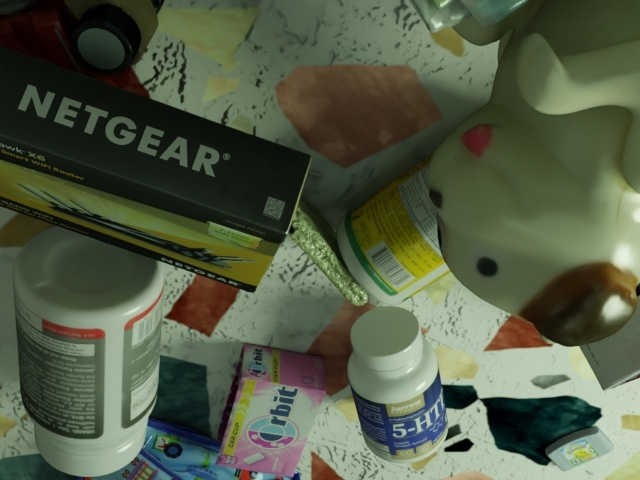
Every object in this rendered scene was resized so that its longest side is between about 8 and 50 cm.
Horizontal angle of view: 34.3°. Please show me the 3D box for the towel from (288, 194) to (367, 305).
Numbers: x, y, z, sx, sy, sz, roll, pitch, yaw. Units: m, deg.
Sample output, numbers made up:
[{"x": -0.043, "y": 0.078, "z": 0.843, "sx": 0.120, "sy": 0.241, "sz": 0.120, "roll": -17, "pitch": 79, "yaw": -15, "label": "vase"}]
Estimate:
[{"x": 0.000, "y": 0.000, "z": 1.126, "sx": 0.027, "sy": 0.110, "sz": 0.148, "roll": -35, "pitch": 124, "yaw": 9, "label": "towel"}]

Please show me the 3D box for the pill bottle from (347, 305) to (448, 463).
[{"x": 0.093, "y": 0.175, "z": 1.272, "sx": 0.112, "sy": 0.112, "sz": 0.187, "roll": -9, "pitch": 130, "yaw": 7, "label": "pill bottle"}]

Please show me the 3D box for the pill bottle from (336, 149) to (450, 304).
[{"x": 0.129, "y": -0.030, "z": 1.096, "sx": 0.208, "sy": 0.118, "sz": 0.117, "roll": -35, "pitch": 122, "yaw": 24, "label": "pill bottle"}]

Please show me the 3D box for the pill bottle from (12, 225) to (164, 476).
[{"x": -0.266, "y": 0.131, "z": 1.195, "sx": 0.161, "sy": 0.161, "sz": 0.283, "roll": 6, "pitch": 130, "yaw": -6, "label": "pill bottle"}]

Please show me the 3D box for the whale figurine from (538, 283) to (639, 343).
[{"x": 0.294, "y": 0.012, "z": 1.141, "sx": 0.216, "sy": 0.141, "sz": 0.272, "roll": -29, "pitch": 155, "yaw": -15, "label": "whale figurine"}]

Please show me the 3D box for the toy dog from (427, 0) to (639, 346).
[{"x": 0.260, "y": -0.113, "z": 0.893, "sx": 0.408, "sy": 0.284, "sz": 0.395, "roll": -46, "pitch": 140, "yaw": 9, "label": "toy dog"}]

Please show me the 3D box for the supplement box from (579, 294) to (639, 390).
[{"x": 0.384, "y": 0.099, "z": 1.156, "sx": 0.130, "sy": 0.073, "sz": 0.239, "roll": -34, "pitch": 162, "yaw": 25, "label": "supplement box"}]

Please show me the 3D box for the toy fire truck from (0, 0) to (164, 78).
[{"x": -0.294, "y": -0.231, "z": 0.913, "sx": 0.246, "sy": 0.158, "sz": 0.217, "roll": -6, "pitch": 131, "yaw": 19, "label": "toy fire truck"}]

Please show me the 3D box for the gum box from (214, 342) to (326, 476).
[{"x": -0.068, "y": 0.226, "z": 1.342, "sx": 0.107, "sy": 0.062, "sz": 0.188, "roll": 11, "pitch": 129, "yaw": -10, "label": "gum box"}]

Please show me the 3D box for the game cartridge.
[{"x": 0.357, "y": 0.288, "z": 1.436, "sx": 0.083, "sy": 0.017, "sz": 0.056, "roll": -31, "pitch": 120, "yaw": 22, "label": "game cartridge"}]

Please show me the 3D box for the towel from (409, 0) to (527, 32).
[{"x": 0.137, "y": -0.364, "z": 0.676, "sx": 0.374, "sy": 0.090, "sz": 0.320, "roll": -38, "pitch": 107, "yaw": 11, "label": "towel"}]

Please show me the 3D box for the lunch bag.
[{"x": -0.213, "y": 0.365, "z": 1.428, "sx": 0.293, "sy": 0.138, "sz": 0.221, "roll": 30, "pitch": 127, "yaw": -12, "label": "lunch bag"}]

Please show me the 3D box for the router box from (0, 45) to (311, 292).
[{"x": -0.180, "y": -0.058, "z": 0.984, "sx": 0.308, "sy": 0.081, "sz": 0.243, "roll": 19, "pitch": 162, "yaw": -4, "label": "router box"}]
